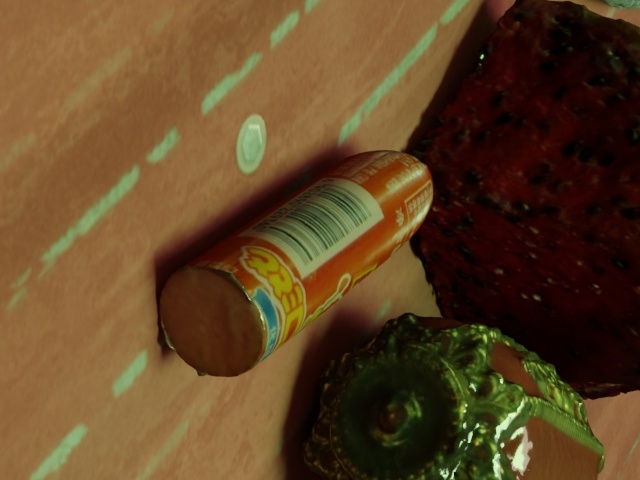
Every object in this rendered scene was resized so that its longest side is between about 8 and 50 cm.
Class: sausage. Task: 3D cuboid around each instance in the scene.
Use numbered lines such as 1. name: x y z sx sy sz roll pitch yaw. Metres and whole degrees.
1. sausage: 0.000 0.000 1.166 0.274 0.074 0.074 -38 132 -55

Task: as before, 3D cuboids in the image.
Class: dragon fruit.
1. dragon fruit: 0.155 -0.005 1.416 0.330 0.240 0.302 102 -12 -49

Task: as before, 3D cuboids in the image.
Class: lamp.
1. lamp: 0.099 0.149 1.315 0.274 0.177 0.177 36 67 -63

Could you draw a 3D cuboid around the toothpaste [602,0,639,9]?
1. toothpaste: 0.256 -0.248 1.606 0.099 0.068 0.282 -58 166 18
